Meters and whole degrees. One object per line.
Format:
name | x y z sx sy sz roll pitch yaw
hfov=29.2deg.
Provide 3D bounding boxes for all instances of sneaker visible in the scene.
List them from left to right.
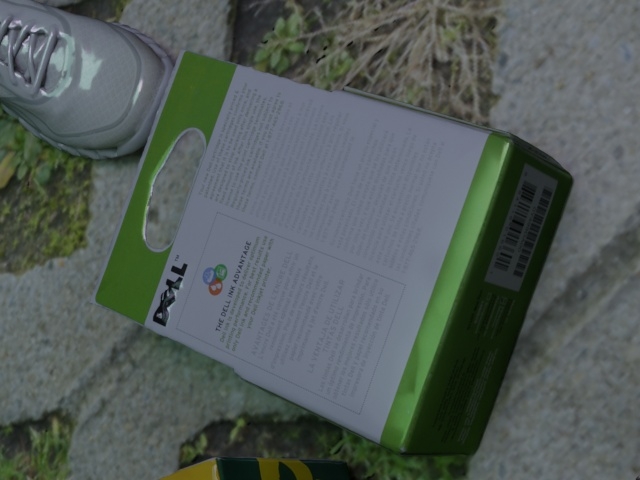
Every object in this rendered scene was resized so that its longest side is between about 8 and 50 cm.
sneaker | -0.235 -0.143 0.928 0.292 0.118 0.110 23 91 30

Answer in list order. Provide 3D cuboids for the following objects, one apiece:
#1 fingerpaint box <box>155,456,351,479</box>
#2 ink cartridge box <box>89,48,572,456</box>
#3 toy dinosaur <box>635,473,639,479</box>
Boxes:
fingerpaint box | -0.157 0.372 0.759 0.444 0.163 0.371 -24 69 25
ink cartridge box | 0.000 0.000 0.775 0.255 0.097 0.189 21 92 33
toy dinosaur | 0.296 0.096 0.607 0.268 0.064 0.118 0 87 28
